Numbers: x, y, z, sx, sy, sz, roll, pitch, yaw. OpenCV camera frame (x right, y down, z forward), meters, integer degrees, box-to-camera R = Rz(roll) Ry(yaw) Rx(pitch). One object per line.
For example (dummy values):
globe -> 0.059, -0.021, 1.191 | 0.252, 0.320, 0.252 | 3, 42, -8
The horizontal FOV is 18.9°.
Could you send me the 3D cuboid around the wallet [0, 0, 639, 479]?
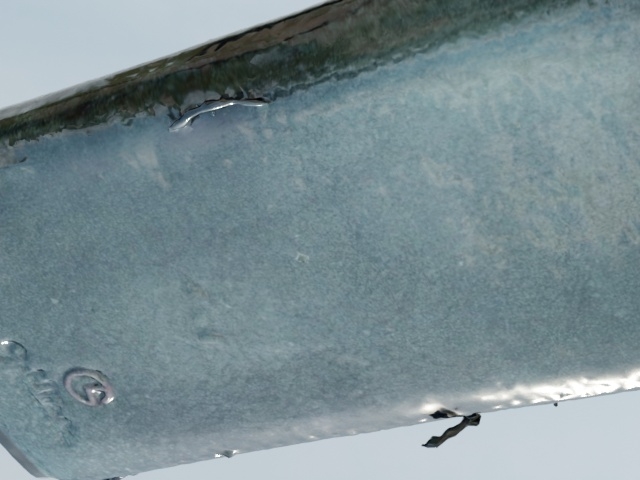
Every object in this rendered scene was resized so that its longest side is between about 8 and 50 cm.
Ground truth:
wallet -> 0.000, 0.000, 0.728 | 0.191, 0.379, 0.046 | 60, -149, -26
